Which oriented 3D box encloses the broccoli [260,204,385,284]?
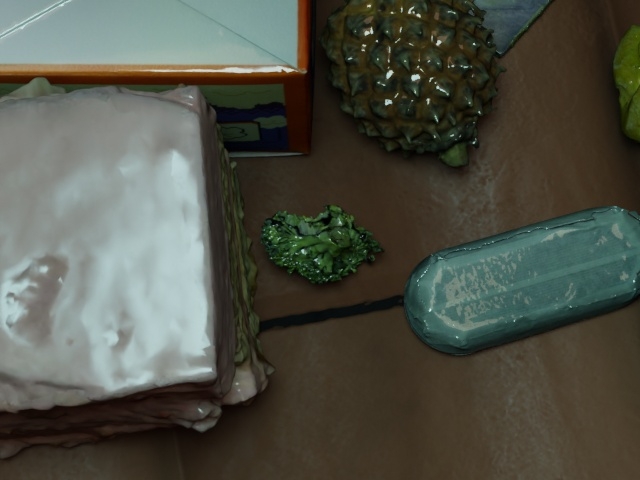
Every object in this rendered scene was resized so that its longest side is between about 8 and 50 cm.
[{"bbox_3d":[0.000,0.000,1.427,0.095,0.092,0.097,-40,89,-28],"label":"broccoli"}]

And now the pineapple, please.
[{"bbox_3d":[0.094,-0.156,1.442,0.166,0.166,0.193,-25,86,-6],"label":"pineapple"}]

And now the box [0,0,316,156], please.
[{"bbox_3d":[-0.161,-0.273,1.416,0.318,0.257,0.348,-1,76,1],"label":"box"}]

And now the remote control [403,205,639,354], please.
[{"bbox_3d":[0.200,0.035,1.441,0.247,0.052,0.104,-17,78,-7],"label":"remote control"}]

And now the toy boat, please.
[{"bbox_3d":[0.194,-0.243,1.530,0.063,0.016,0.115,40,80,9],"label":"toy boat"}]

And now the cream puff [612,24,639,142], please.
[{"bbox_3d":[0.392,-0.149,1.427,0.221,0.195,0.194,-16,76,-1],"label":"cream puff"}]

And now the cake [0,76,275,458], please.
[{"bbox_3d":[-0.209,0.031,1.311,0.314,0.307,0.293,-8,77,-1],"label":"cake"}]
